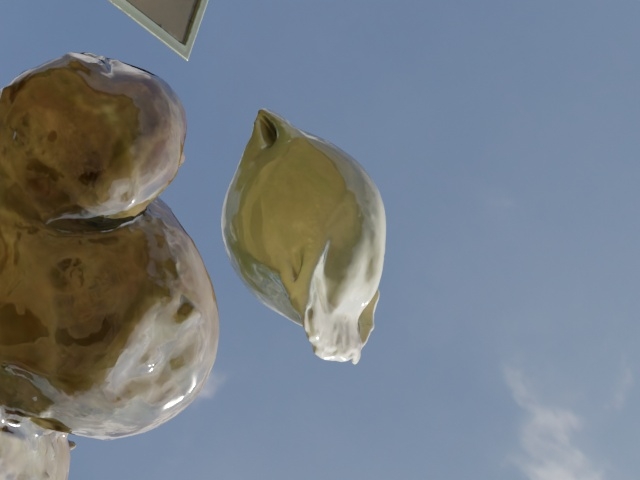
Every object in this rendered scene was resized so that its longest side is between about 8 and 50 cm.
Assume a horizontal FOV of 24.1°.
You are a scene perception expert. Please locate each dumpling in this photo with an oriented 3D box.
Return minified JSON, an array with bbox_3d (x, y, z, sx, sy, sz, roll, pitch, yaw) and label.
[{"bbox_3d":[0.000,0.000,1.134,0.124,0.151,0.228,-25,-131,24],"label":"dumpling"}]

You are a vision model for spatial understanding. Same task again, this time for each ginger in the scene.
[{"bbox_3d":[-0.167,0.048,0.781,0.304,0.244,0.155,-43,-136,-3],"label":"ginger"}]

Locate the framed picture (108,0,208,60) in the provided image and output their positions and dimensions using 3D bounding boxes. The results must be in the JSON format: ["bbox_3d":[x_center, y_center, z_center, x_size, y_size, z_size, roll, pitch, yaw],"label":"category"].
[{"bbox_3d":[-0.147,-0.255,1.263,0.011,0.183,0.142,7,-107,36],"label":"framed picture"}]
